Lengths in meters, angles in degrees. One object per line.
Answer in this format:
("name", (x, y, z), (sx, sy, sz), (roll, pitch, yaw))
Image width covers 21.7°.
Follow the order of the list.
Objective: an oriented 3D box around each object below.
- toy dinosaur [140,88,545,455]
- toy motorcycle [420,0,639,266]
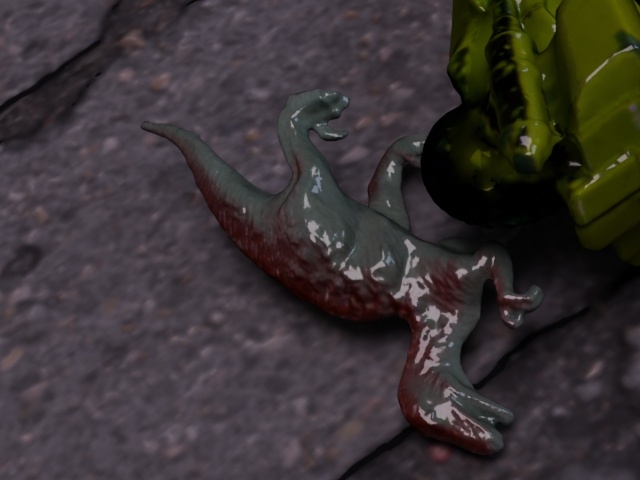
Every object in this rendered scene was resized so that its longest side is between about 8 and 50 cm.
("toy dinosaur", (0.000, 0.000, 0.835), (0.242, 0.053, 0.167), (16, 66, 15))
("toy motorcycle", (0.152, -0.141, 0.851), (0.206, 0.142, 0.342), (-17, 46, 25))
